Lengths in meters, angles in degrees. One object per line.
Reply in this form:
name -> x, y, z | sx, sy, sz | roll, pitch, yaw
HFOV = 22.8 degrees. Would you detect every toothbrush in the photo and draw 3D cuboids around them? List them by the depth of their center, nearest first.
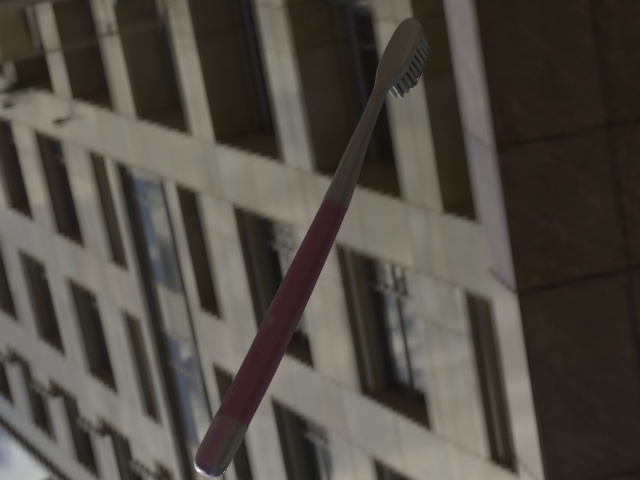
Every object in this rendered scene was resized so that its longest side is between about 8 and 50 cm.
toothbrush -> 0.000, 0.000, 0.864 | 0.020, 0.025, 0.286 | 11, -114, 35
